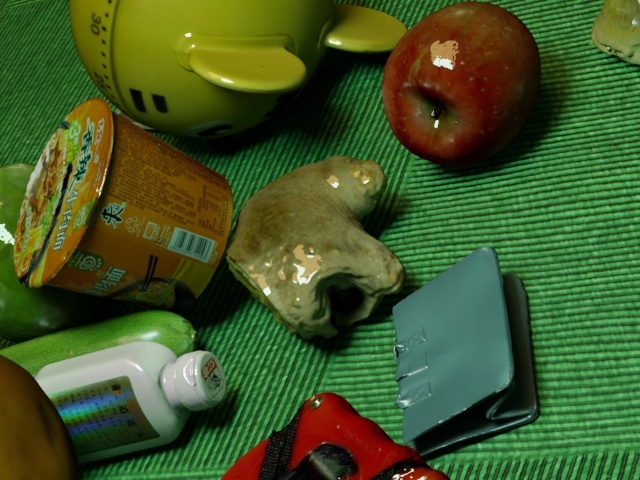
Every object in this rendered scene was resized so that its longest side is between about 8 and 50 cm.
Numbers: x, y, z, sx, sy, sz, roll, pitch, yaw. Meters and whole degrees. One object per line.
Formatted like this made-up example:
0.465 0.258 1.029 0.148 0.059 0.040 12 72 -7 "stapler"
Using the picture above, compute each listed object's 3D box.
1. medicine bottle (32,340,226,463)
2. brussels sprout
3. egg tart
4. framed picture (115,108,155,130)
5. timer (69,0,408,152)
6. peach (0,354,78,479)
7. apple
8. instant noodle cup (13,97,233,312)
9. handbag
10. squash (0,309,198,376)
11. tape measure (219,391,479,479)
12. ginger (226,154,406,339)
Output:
-0.210 0.174 2.029 0.219 0.115 0.078 -16 21 26 "medicine bottle"
-0.353 0.014 2.262 0.244 0.244 0.244 -23 36 18 "brussels sprout"
0.414 -0.298 2.096 0.252 0.098 0.232 -28 38 5 "egg tart"
-0.204 -0.203 2.573 0.183 0.011 0.142 8 53 46 "framed picture"
-0.119 -0.278 2.336 0.387 0.376 0.376 26 64 25 "timer"
-0.409 0.276 1.915 0.343 0.301 0.342 -13 51 16 "peach"
0.161 -0.179 2.096 0.181 0.181 0.168 -11 18 31 "apple"
-0.220 -0.028 2.104 0.230 0.182 0.230 -39 41 44 "instant noodle cup"
0.140 0.113 1.866 0.144 0.057 0.221 -27 35 20 "handbag"
-0.309 0.156 2.155 0.379 0.101 0.101 -16 39 26 "squash"
0.003 0.276 1.730 0.260 0.114 0.253 -42 34 -10 "tape measure"
0.000 0.000 2.056 0.221 0.130 0.276 -40 37 -18 "ginger"
